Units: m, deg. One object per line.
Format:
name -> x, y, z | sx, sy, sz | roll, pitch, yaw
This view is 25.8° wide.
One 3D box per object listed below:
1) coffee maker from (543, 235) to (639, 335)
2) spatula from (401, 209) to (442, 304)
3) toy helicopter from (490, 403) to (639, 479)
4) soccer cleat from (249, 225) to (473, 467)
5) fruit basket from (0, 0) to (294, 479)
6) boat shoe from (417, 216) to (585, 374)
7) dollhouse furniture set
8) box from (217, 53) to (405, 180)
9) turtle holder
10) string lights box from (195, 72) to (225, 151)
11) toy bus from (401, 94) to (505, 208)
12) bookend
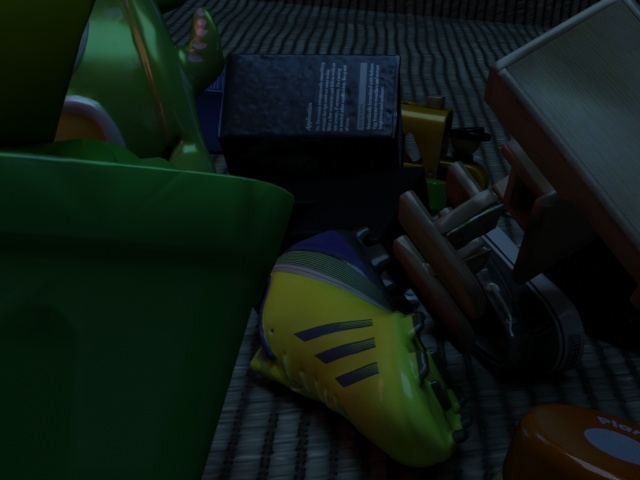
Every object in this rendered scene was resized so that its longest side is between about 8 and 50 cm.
coffee maker -> 0.279, 0.007, 1.150 | 0.178, 0.120, 0.171 | -10, 20, -43
spatula -> 0.085, 0.008, 1.270 | 0.168, 0.019, 0.242 | -2, 17, -25
toy helicopter -> 0.230, 0.186, 0.584 | 0.355, 0.140, 0.235 | 25, 14, 24
soccer cleat -> 0.016, 0.080, 0.929 | 0.121, 0.093, 0.289 | -27, 24, 0
fruit basket -> -0.197, -0.042, 0.662 | 0.392, 0.392, 0.283 | 4, -9, -4
boat shoe -> 0.118, 0.036, 1.075 | 0.070, 0.077, 0.219 | -4, 22, -22
dollhouse furniture set -> 0.182, -0.018, 0.897 | 0.212, 0.242, 0.161 | -31, 71, -11
box -> -0.004, -0.094, 1.290 | 0.158, 0.093, 0.156 | 1, -26, 7
turtle holder -> -0.188, -0.066, 1.142 | 0.227, 0.243, 0.320 | -14, 60, -13
string lights box -> -0.163, -0.158, 1.656 | 0.260, 0.076, 0.133 | 4, 16, -4
toy bus -> 0.108, -0.101, 1.461 | 0.202, 0.104, 0.191 | 0, 13, -36
bookend -> 0.000, 0.000, 1.176 | 0.156, 0.072, 0.157 | -1, 24, 18
